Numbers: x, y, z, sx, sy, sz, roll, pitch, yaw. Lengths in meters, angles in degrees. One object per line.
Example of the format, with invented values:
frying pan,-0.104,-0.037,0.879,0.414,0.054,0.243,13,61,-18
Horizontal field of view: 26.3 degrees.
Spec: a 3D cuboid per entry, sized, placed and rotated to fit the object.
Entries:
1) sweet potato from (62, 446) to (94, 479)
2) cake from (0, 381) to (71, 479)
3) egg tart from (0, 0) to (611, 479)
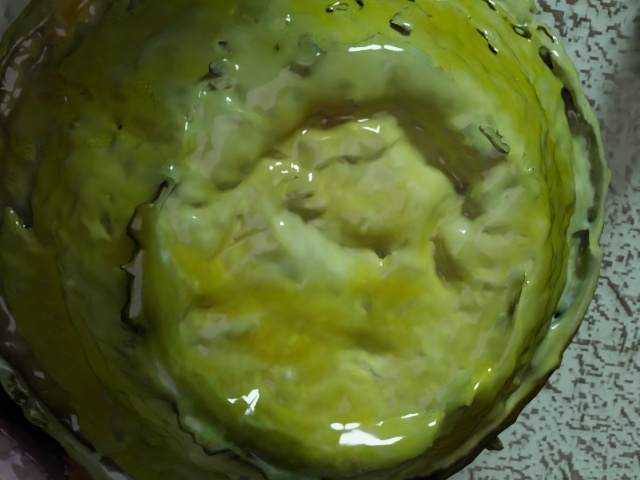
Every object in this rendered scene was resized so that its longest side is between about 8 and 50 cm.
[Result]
sweet potato,-0.133,0.132,0.768,0.050,0.050,0.214,17,113,-14
cake,-0.257,0.058,0.711,0.295,0.113,0.116,40,102,-7
egg tart,0.000,0.000,0.659,0.345,0.132,0.345,-4,103,-17
